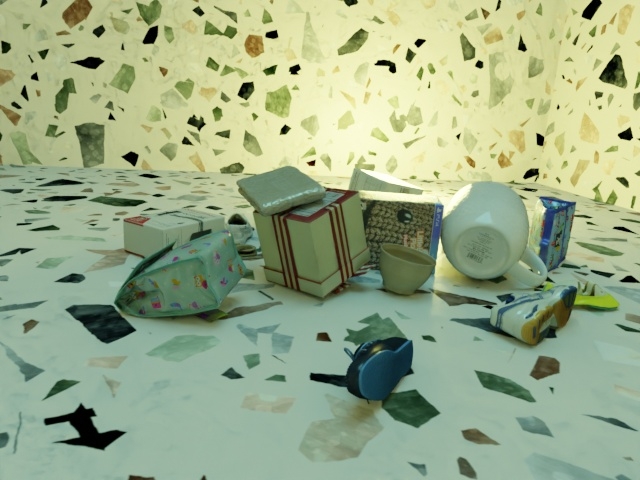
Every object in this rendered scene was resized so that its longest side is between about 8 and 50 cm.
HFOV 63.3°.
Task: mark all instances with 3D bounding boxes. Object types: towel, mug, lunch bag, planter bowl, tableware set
[{"bbox_3d":[-0.118,-0.141,1.458,0.187,0.049,0.282,-20,27,-15],"label":"towel"},{"bbox_3d":[-0.271,0.175,1.249,0.083,0.010,0.060,14,17,29],"label":"towel"},{"bbox_3d":[0.560,0.008,1.654,0.374,0.276,0.328,37,27,4],"label":"mug"},{"bbox_3d":[-0.346,0.088,1.276,0.262,0.160,0.223,-14,15,16],"label":"lunch bag"},{"bbox_3d":[0.794,-0.021,1.816,0.138,0.221,0.293,12,17,28],"label":"lunch bag"},{"bbox_3d":[0.236,0.088,1.480,0.162,0.109,0.162,14,16,-4],"label":"planter bowl"},{"bbox_3d":[-0.204,0.023,1.759,0.194,0.039,0.128,-3,17,-24],"label":"tableware set"}]

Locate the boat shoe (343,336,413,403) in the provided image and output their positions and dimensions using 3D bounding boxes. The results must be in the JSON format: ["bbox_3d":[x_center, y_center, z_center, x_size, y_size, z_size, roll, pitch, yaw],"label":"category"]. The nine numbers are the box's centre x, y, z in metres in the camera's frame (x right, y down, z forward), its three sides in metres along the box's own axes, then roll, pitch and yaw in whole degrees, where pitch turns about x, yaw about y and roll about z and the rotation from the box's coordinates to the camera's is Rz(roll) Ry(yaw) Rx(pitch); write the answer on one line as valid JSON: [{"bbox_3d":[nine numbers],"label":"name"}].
[{"bbox_3d":[0.099,0.241,0.977,0.089,0.109,0.258,4,-3,27],"label":"boat shoe"}]

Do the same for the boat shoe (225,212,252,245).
[{"bbox_3d":[-0.301,-0.056,1.916,0.098,0.096,0.277,2,15,-4],"label":"boat shoe"}]

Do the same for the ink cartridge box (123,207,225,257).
[{"bbox_3d":[-0.478,-0.024,1.723,0.196,0.114,0.272,13,17,32],"label":"ink cartridge box"}]

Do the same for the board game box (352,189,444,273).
[{"bbox_3d":[0.235,-0.029,1.697,0.290,0.232,0.141,4,16,2],"label":"board game box"}]

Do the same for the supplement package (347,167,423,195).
[{"bbox_3d":[0.257,-0.170,2.196,0.199,0.198,0.262,7,16,-30],"label":"supplement package"}]

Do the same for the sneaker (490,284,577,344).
[{"bbox_3d":[0.539,0.162,1.304,0.296,0.112,0.131,-10,20,-43],"label":"sneaker"}]

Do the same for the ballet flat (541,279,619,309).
[{"bbox_3d":[0.736,0.149,1.460,0.230,0.077,0.077,3,15,-3],"label":"ballet flat"}]

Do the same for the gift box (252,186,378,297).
[{"bbox_3d":[0.000,0.000,1.471,0.255,0.258,0.276,16,35,43],"label":"gift box"}]
